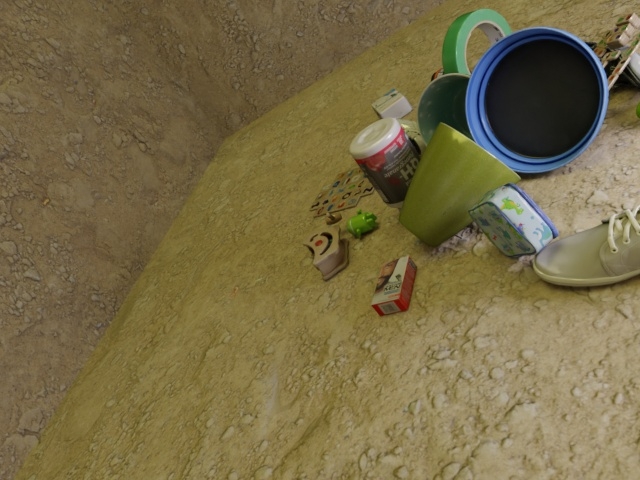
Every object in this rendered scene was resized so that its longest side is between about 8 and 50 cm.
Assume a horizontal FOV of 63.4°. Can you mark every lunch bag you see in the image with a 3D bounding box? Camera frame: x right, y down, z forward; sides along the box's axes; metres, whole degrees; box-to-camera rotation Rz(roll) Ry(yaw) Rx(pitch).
[{"bbox_3d":[0.455,-0.042,1.237,0.090,0.176,0.219,-40,-5,-2],"label":"lunch bag"}]

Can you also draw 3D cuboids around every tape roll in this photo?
[{"bbox_3d":[0.601,-0.696,1.954,0.321,0.321,0.077,-47,29,-16],"label":"tape roll"}]

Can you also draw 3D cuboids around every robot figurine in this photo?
[{"bbox_3d":[0.142,-0.058,1.821,0.115,0.067,0.101,-20,52,33],"label":"robot figurine"}]

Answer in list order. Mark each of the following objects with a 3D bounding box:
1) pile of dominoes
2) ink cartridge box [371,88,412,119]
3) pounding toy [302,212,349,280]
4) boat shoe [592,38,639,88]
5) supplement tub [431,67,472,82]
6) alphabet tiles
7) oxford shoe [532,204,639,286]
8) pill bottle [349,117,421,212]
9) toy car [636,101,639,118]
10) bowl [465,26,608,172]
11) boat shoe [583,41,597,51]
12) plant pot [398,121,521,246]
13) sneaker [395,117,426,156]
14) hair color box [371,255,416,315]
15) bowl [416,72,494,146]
[{"bbox_3d":[0.829,-0.540,1.514,0.251,0.040,0.196,-56,15,2],"label":"pile of dominoes"},{"bbox_3d":[0.336,-0.633,2.459,0.139,0.082,0.191,-34,25,9],"label":"ink cartridge box"},{"bbox_3d":[0.000,0.000,1.810,0.154,0.155,0.270,-24,30,18],"label":"pounding toy"},{"bbox_3d":[0.897,-0.511,1.555,0.119,0.121,0.335,-45,18,30],"label":"boat shoe"},{"bbox_3d":[0.563,-0.698,2.249,0.106,0.106,0.198,-41,26,-5],"label":"supplement tub"},{"bbox_3d":[0.109,-0.215,2.172,0.342,0.011,0.285,-12,37,41],"label":"alphabet tiles"},{"bbox_3d":[0.651,-0.015,1.053,0.449,0.130,0.169,-17,37,40],"label":"oxford shoe"},{"bbox_3d":[0.245,-0.217,1.658,0.176,0.319,0.176,-30,28,18],"label":"pill bottle"},{"bbox_3d":[0.884,-0.408,1.300,0.149,0.188,0.155,-43,27,-9],"label":"toy car"},{"bbox_3d":[0.597,-0.387,1.448,0.077,0.392,0.391,-23,12,-41],"label":"bowl"},{"bbox_3d":[0.876,-0.629,1.770,0.065,0.083,0.183,-46,27,-14],"label":"boat shoe"},{"bbox_3d":[0.363,-0.136,1.483,0.294,0.274,0.275,-54,24,14],"label":"plant pot"},{"bbox_3d":[0.379,-0.431,2.080,0.118,0.110,0.292,-31,35,-2],"label":"sneaker"},{"bbox_3d":[0.209,0.127,1.465,0.093,0.053,0.167,-20,31,35],"label":"hair color box"},{"bbox_3d":[0.496,-0.421,1.737,0.163,0.312,0.311,-34,19,-37],"label":"bowl"}]
